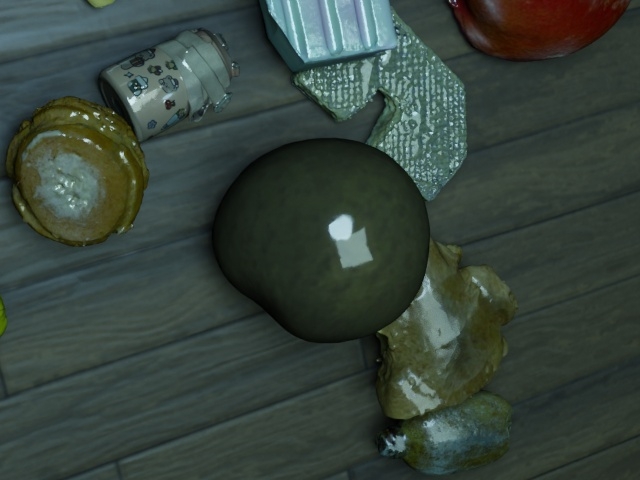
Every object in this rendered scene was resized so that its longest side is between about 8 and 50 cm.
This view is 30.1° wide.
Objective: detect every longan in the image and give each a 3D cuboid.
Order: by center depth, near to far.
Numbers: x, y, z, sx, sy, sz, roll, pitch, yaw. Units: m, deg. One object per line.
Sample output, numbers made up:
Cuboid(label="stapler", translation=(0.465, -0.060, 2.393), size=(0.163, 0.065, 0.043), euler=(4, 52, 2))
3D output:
Cuboid(label="longan", translation=(0.000, 0.000, 1.354), size=(0.248, 0.248, 0.248), euler=(-5, 103, -22))

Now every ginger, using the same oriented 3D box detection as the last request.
Cuboid(label="ginger", translation=(0.139, 0.078, 1.481), size=(0.219, 0.123, 0.270), euler=(-14, 106, -17))

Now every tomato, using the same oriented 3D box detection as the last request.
Cuboid(label="tomato", translation=(0.270, -0.380, 1.413), size=(0.289, 0.176, 0.335), euler=(-40, 112, -14))

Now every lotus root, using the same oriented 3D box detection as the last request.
Cuboid(label="lotus root", translation=(0.163, 0.252, 1.552), size=(0.192, 0.088, 0.113), euler=(-5, 110, -22))

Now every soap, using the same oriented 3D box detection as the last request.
Cuboid(label="soap", translation=(-0.012, -0.311, 1.326), size=(0.145, 0.091, 0.230), euler=(-12, 94, -16))

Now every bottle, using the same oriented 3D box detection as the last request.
Cuboid(label="bottle", translation=(-0.158, -0.177, 1.315), size=(0.152, 0.099, 0.099), euler=(-30, 111, -19))

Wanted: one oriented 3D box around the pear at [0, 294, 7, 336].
Cuboid(label="pear", translation=(-0.398, 0.087, 1.261), size=(0.131, 0.107, 0.107), euler=(-19, 109, -7))

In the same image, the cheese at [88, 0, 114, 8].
Cuboid(label="cheese", translation=(-0.249, -0.336, 1.271), size=(0.086, 0.036, 0.162), euler=(-35, 113, -14))

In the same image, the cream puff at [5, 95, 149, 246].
Cuboid(label="cream puff", translation=(-0.259, -0.076, 1.276), size=(0.150, 0.115, 0.165), euler=(18, 115, -9))

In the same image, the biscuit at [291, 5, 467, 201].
Cuboid(label="biscuit", translation=(0.091, -0.172, 1.448), size=(0.250, 0.046, 0.147), euler=(42, 83, -25))
